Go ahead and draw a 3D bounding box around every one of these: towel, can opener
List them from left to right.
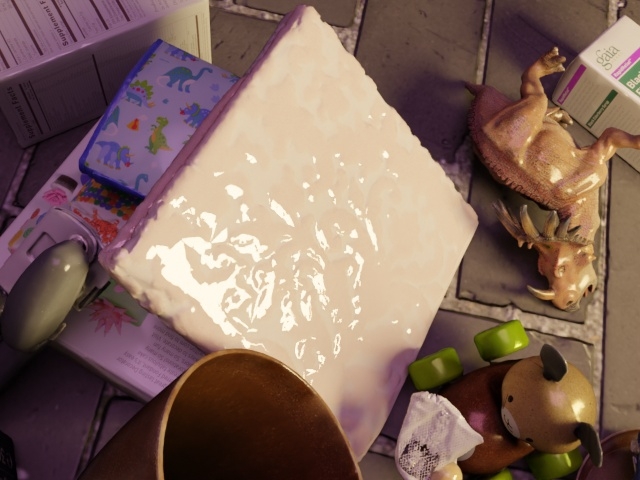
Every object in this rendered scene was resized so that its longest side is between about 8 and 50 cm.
[{"bbox_3d":[-0.279,0.081,0.646,0.076,0.283,0.095,48,25,0],"label":"can opener"},{"bbox_3d":[0.000,0.000,0.720,0.332,0.053,0.316,46,61,-31],"label":"towel"}]

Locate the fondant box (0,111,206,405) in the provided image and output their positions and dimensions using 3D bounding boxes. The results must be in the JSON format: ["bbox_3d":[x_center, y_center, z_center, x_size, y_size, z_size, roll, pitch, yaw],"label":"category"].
[{"bbox_3d":[-0.153,-0.014,0.791,0.238,0.096,0.330,29,66,7],"label":"fondant box"}]

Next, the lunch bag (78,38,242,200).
[{"bbox_3d":[-0.135,-0.095,0.725,0.129,0.096,0.151,23,56,5],"label":"lunch bag"}]

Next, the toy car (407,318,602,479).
[{"bbox_3d":[0.185,0.155,0.684,0.149,0.188,0.155,-21,81,-14],"label":"toy car"}]

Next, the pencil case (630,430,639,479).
[{"bbox_3d":[0.303,0.292,0.656,0.133,0.119,0.306,6,58,44],"label":"pencil case"}]

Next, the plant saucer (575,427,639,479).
[{"bbox_3d":[0.326,0.271,0.748,0.169,0.029,0.168,2,67,-5],"label":"plant saucer"}]

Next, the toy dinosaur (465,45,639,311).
[{"bbox_3d":[0.236,-0.086,0.852,0.200,0.127,0.295,-37,69,-12],"label":"toy dinosaur"}]

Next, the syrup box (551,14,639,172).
[{"bbox_3d":[0.405,-0.147,0.904,0.093,0.096,0.237,-41,77,-20],"label":"syrup box"}]

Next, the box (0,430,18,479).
[{"bbox_3d":[-0.347,0.311,0.401,0.298,0.480,0.471,-13,64,-10],"label":"box"}]

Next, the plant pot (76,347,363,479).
[{"bbox_3d":[-0.117,0.230,0.608,0.230,0.215,0.215,-32,66,29],"label":"plant pot"}]

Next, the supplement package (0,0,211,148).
[{"bbox_3d":[-0.262,-0.233,0.852,0.244,0.139,0.133,-27,73,-17],"label":"supplement package"}]

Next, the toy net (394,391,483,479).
[{"bbox_3d":[0.106,0.245,0.688,0.122,0.045,0.232,-13,94,18],"label":"toy net"}]
